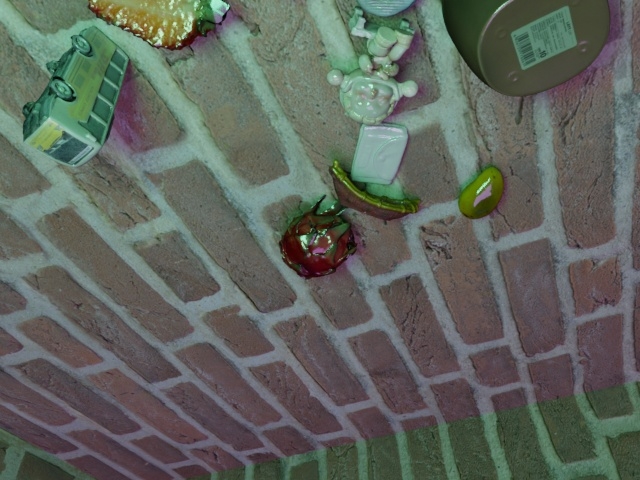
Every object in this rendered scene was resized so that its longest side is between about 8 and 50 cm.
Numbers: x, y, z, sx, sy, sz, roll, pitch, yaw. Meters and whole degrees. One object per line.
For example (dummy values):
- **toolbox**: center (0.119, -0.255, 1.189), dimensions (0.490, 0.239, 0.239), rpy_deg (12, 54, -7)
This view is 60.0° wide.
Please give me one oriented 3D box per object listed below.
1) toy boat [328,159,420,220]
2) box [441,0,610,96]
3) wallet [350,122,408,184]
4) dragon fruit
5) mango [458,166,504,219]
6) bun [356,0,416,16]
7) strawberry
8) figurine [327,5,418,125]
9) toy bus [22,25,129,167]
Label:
- **toy boat**: center (0.139, -0.113, 1.459), dimensions (0.318, 0.141, 0.099), rpy_deg (19, 102, -35)
- **box**: center (0.399, -0.437, 1.085), dimensions (0.301, 0.216, 0.301), rpy_deg (0, 136, 0)
- **wallet**: center (0.149, -0.219, 1.421), dimensions (0.124, 0.032, 0.183), rpy_deg (6, 136, -6)
- **dragon fruit**: center (0.000, 0.000, 1.538), dimensions (0.192, 0.193, 0.274), rpy_deg (45, 121, -7)
- **mango**: center (0.439, -0.126, 1.505), dimensions (0.103, 0.076, 0.161), rpy_deg (17, 124, -11)
- **bun**: center (0.131, -0.511, 1.086), dimensions (0.141, 0.083, 0.140), rpy_deg (1, 145, 1)
- **strawberry**: center (-0.302, -0.474, 1.087), dimensions (0.286, 0.106, 0.188), rpy_deg (8, 113, 7)
- **figurine**: center (0.109, -0.358, 1.213), dimensions (0.182, 0.144, 0.256), rpy_deg (-7, 137, -26)
- **toy bus**: center (-0.473, -0.289, 1.089), dimensions (0.097, 0.342, 0.138), rpy_deg (-30, 134, 24)
